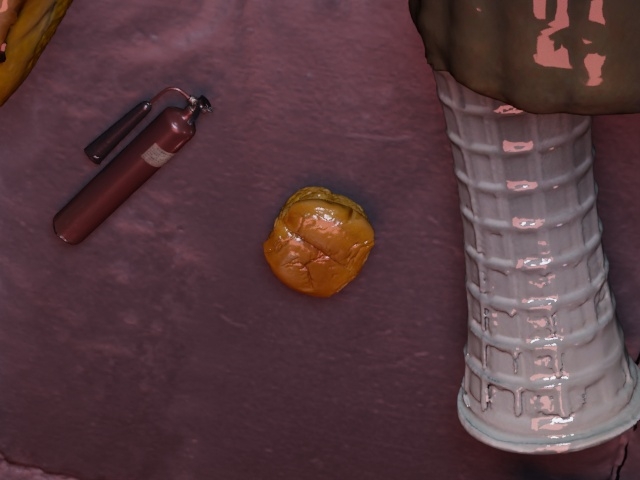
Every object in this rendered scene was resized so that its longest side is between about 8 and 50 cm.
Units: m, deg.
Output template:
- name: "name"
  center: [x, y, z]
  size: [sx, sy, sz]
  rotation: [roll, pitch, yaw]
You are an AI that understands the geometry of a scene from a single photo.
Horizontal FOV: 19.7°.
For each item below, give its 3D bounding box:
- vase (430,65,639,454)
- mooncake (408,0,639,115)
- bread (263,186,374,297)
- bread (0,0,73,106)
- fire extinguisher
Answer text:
- name: "vase"
  center: [0.146, -0.011, 1.275]
  size: [0.143, 0.143, 0.299]
  rotation: [-5, 119, 11]
- name: "mooncake"
  center: [0.162, -0.178, 1.111]
  size: [0.228, 0.228, 0.124]
  rotation: [0, 124, 8]
- name: "bread"
  center: [0.000, 0.000, 1.354]
  size: [0.083, 0.046, 0.081]
  rotation: [-27, 118, 21]
- name: "bread"
  center: [-0.279, -0.279, 1.159]
  size: [0.328, 0.148, 0.337]
  rotation: [26, 119, -3]
- name: "fire extinguisher"
  center: [-0.140, -0.063, 1.346]
  size: [0.173, 0.035, 0.049]
  rotation: [-40, 71, 28]
